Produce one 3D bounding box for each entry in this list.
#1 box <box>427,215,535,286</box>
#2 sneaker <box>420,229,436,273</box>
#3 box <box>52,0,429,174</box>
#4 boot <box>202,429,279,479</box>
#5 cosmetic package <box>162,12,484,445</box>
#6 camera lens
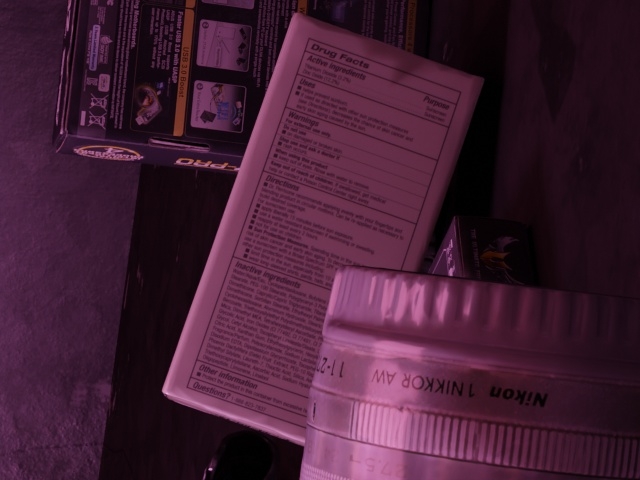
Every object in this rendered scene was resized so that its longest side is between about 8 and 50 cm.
[{"bbox_3d":[0.105,0.127,1.332,0.183,0.056,0.231,110,162,-50],"label":"box"},{"bbox_3d":[0.042,0.017,1.614,0.094,0.081,0.208,-93,15,-45],"label":"sneaker"},{"bbox_3d":[-0.060,-0.257,1.668,0.097,0.318,0.395,150,125,-75],"label":"box"},{"bbox_3d":[-0.082,0.277,1.864,0.338,0.118,0.223,-80,5,-64],"label":"boot"},{"bbox_3d":[0.000,0.000,1.463,0.113,0.160,0.309,123,167,-82],"label":"cosmetic package"},{"bbox_3d":[0.095,0.160,0.991,0.219,0.219,0.274,-175,92,-77],"label":"camera lens"}]
